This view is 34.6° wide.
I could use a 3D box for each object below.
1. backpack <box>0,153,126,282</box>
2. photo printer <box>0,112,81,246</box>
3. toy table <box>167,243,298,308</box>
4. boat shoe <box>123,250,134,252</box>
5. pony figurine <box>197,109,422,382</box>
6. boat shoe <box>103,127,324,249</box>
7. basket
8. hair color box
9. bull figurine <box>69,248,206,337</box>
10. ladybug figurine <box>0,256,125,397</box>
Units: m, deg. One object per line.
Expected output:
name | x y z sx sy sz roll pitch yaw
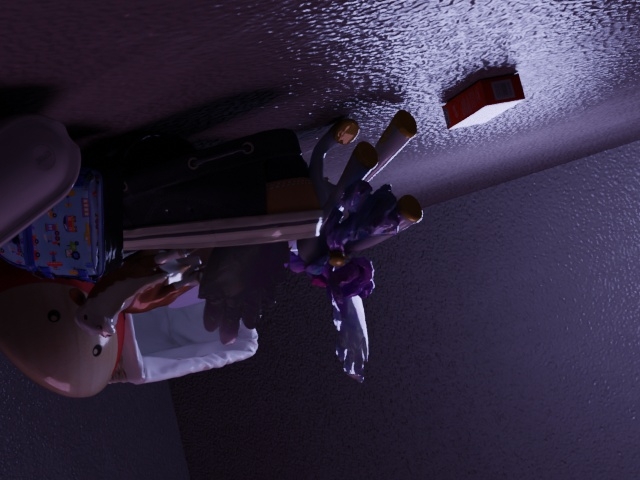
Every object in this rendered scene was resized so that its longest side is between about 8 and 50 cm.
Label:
backpack | -0.336 -0.031 1.263 0.173 0.158 0.117 6 -166 10
photo printer | -0.398 -0.018 1.050 0.256 0.107 0.307 -10 -152 51
toy table | -0.195 0.006 2.000 0.274 0.161 0.252 -19 167 -15
boat shoe | -0.366 -0.021 1.683 0.306 0.113 0.105 -17 -178 16
pony figurine | 0.000 0.000 1.576 0.303 0.351 0.363 26 132 -26
boat shoe | -0.224 -0.065 1.385 0.500 0.156 0.187 -3 -177 30
basket | -0.355 0.126 2.158 0.266 0.331 0.328 -15 176 42
hair color box | 0.251 -0.214 1.596 0.072 0.043 0.141 -12 174 -20
bull figurine | -0.262 0.062 1.627 0.188 0.101 0.310 -20 -172 16
ladybug figurine | -0.469 0.106 1.838 0.162 0.305 0.449 -45 -151 4
